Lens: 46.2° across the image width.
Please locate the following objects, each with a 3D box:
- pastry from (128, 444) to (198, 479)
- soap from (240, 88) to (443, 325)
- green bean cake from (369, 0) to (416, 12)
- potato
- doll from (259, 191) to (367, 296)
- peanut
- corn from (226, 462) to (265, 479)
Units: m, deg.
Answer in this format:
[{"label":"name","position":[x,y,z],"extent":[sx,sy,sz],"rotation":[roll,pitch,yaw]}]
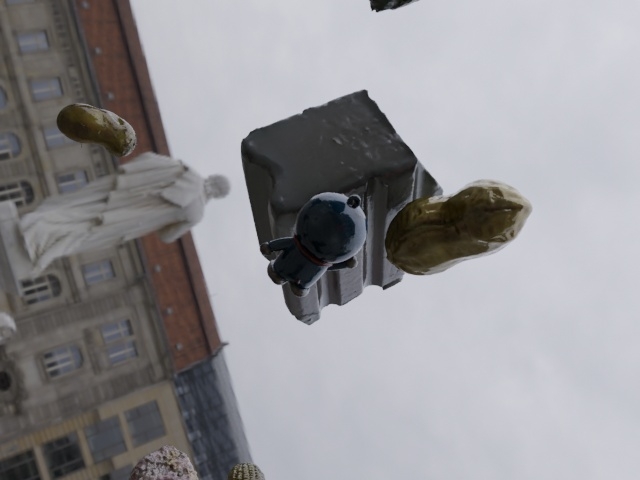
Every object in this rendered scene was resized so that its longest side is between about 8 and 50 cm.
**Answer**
[{"label":"pastry","position":[-0.193,0.358,0.901],"extent":[0.112,0.103,0.265],"rotation":[36,-51,51]},{"label":"soap","position":[0.046,-0.061,1.485],"extent":[0.435,0.350,0.213],"rotation":[81,-16,-60]},{"label":"green bean cake","position":[0.167,-0.365,0.797],"extent":[0.132,0.241,0.255],"rotation":[59,-23,-15]},{"label":"potato","position":[-0.252,-0.127,0.854],"extent":[0.045,0.092,0.046],"rotation":[-56,-153,30]},{"label":"doll","position":[0.000,0.000,0.912],"extent":[0.152,0.114,0.085],"rotation":[-51,-158,26]},{"label":"peanut","position":[0.227,-0.022,1.275],"extent":[0.305,0.147,0.147],"rotation":[-17,-90,46]},{"label":"corn","position":[-0.134,0.512,1.340],"extent":[0.320,0.097,0.097],"rotation":[-102,-174,-68]}]
